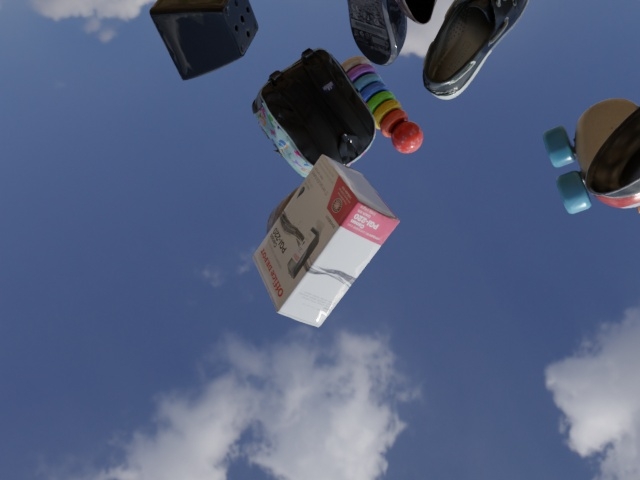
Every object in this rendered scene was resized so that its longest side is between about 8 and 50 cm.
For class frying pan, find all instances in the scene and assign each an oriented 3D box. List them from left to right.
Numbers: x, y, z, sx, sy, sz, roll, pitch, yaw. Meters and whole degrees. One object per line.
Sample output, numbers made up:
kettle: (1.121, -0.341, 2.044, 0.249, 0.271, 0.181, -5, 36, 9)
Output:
frying pan: (0.463, -0.151, 0.795, 0.053, 0.326, 0.197, 38, -118, -7)

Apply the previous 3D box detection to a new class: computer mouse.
computer mouse: (0.111, -0.450, 1.177, 0.188, 0.272, 0.072, 34, -115, 32)

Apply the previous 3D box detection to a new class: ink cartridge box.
ink cartridge box: (0.000, 0.000, 1.002, 0.218, 0.092, 0.159, -56, -145, 18)

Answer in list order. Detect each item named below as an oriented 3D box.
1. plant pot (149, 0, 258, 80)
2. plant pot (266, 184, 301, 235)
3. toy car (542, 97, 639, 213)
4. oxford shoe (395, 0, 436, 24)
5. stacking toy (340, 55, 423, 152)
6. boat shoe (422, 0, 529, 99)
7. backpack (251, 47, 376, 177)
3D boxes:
plant pot: (-0.255, -0.508, 1.493, 0.166, 0.188, 0.188, 1, -131, 23)
plant pot: (-0.052, -0.025, 1.534, 0.109, 0.238, 0.237, 11, -134, 35)
toy car: (0.558, -0.117, 1.162, 0.219, 0.238, 0.211, -21, -130, 26)
oxford shoe: (0.131, -0.432, 0.882, 0.096, 0.271, 0.098, -14, -132, 7)
stacking toy: (0.170, -0.375, 1.824, 0.141, 0.141, 0.330, -28, -117, -17)
boat shoe: (0.282, -0.392, 1.127, 0.114, 0.091, 0.303, 29, -81, 16)
backpack: (-0.010, -0.267, 1.444, 0.225, 0.191, 0.254, -39, -90, -19)
